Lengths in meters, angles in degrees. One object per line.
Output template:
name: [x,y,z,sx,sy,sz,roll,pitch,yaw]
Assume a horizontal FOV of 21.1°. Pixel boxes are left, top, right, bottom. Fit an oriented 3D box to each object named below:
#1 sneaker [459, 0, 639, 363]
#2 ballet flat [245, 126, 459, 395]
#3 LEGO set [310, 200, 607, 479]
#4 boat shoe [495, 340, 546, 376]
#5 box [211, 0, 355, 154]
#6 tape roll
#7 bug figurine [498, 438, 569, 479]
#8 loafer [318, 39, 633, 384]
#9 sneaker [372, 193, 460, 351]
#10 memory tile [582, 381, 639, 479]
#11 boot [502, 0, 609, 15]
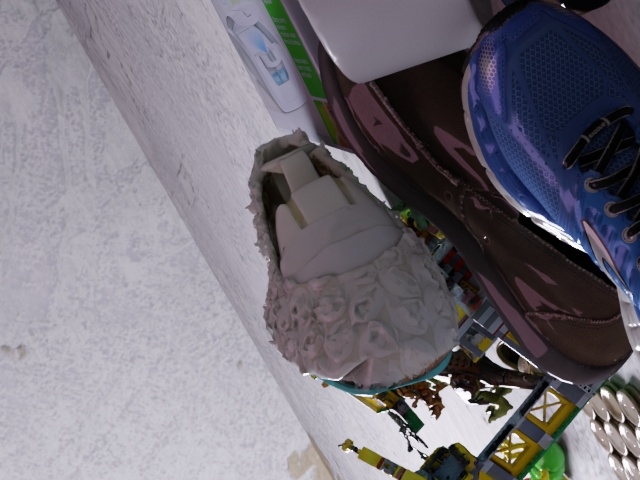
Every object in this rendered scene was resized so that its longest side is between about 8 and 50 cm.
sneaker: [0.219,-0.019,1.081,0.330,0.130,0.147,50,170,-12]
ballet flat: [0.000,0.000,1.390,0.147,0.147,0.409,65,176,-19]
LEGO set: [0.090,0.084,1.536,0.192,0.255,0.331,37,-165,-32]
boat shoe: [0.207,0.115,1.615,0.135,0.045,0.050,-163,61,-72]
box: [-0.003,-0.217,1.552,0.231,0.126,0.262,62,169,-17]
tape roll: [0.026,-0.252,1.141,0.286,0.100,0.286,-17,-90,-78]
bug figurine: [0.266,0.323,1.807,0.216,0.072,0.279,83,160,-46]
loafer: [0.147,-0.064,1.355,0.366,0.134,0.130,50,140,6]
sneaker: [0.081,0.018,1.835,0.286,0.109,0.130,46,156,22]
memory tile: [0.279,0.178,1.563,0.113,0.012,0.148,62,168,-4]
boot: [0.109,-0.238,1.147,0.219,0.082,0.106,60,165,-4]
